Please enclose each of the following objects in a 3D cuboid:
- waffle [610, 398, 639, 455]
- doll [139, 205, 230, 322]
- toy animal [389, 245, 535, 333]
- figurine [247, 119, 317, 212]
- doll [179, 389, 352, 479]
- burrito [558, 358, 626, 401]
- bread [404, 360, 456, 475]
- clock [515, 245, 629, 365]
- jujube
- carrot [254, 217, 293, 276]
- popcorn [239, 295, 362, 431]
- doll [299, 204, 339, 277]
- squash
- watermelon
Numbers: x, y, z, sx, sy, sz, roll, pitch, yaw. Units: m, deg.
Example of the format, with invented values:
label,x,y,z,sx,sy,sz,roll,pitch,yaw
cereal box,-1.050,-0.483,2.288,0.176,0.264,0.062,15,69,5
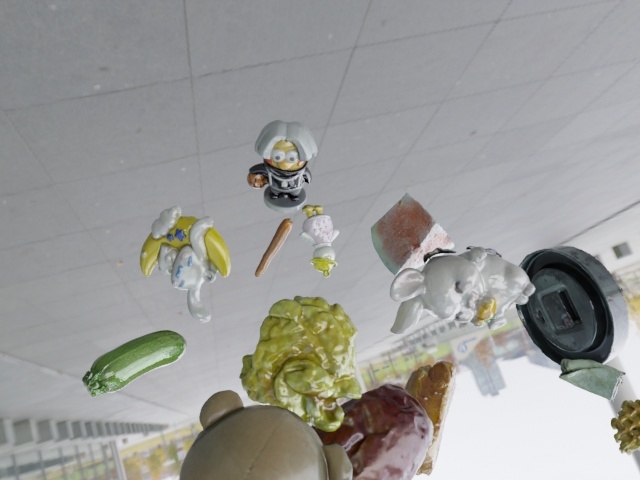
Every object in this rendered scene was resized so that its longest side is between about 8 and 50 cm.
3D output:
label,x,y,z,sx,sy,sz,roll,pitch,yaw
waffle,0.812,0.447,1.432,0.192,0.046,0.160,-9,-145,25
doll,-0.332,0.048,1.453,0.252,0.237,0.111,-63,176,14
toy animal,0.301,0.110,1.280,0.325,0.154,0.208,-12,133,-4
figurine,-0.100,-0.199,1.513,0.176,0.133,0.236,4,134,-5
doll,-0.115,0.367,0.739,0.235,0.329,0.174,21,168,20
burrito,0.526,0.262,1.146,0.118,0.074,0.044,21,-149,41
bread,0.304,0.526,1.774,0.149,0.344,0.195,12,139,20
clock,0.599,0.162,1.422,0.061,0.312,0.312,-16,166,-21
jujube,0.087,0.515,1.379,0.377,0.276,0.276,-43,174,-20
carrot,-0.160,0.027,1.982,0.043,0.043,0.247,0,127,-53
popcorn,-0.029,0.247,1.227,0.242,0.250,0.235,17,-166,-12
doll,0.000,0.000,1.617,0.129,0.207,0.081,-3,166,-34
squash,-0.338,0.220,1.087,0.068,0.077,0.219,19,-154,31
watermelon,0.311,-0.024,1.978,0.262,0.213,0.201,-31,159,-19
